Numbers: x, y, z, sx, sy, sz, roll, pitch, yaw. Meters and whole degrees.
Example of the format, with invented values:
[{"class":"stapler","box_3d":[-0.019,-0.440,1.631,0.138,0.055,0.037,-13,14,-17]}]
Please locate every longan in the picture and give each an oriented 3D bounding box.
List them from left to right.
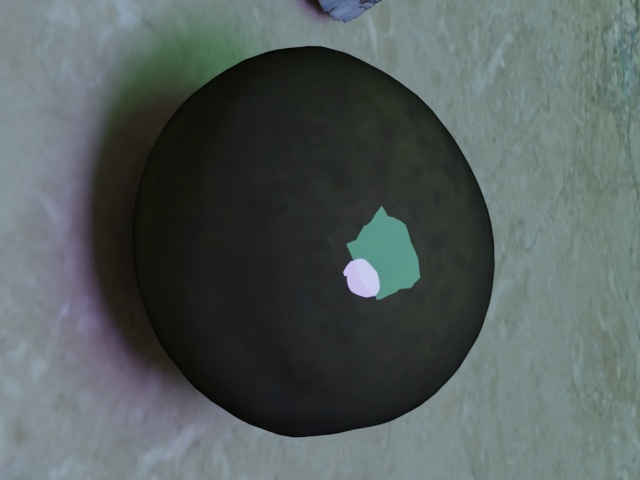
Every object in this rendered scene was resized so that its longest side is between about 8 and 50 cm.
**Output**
[{"class":"longan","box_3d":[0.000,0.000,0.928,0.248,0.248,0.248,1,89,-56]}]

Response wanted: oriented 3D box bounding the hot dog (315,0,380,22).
[{"class":"hot dog","box_3d":[-0.005,-0.229,1.070,0.192,0.053,0.099,50,51,-48]}]
